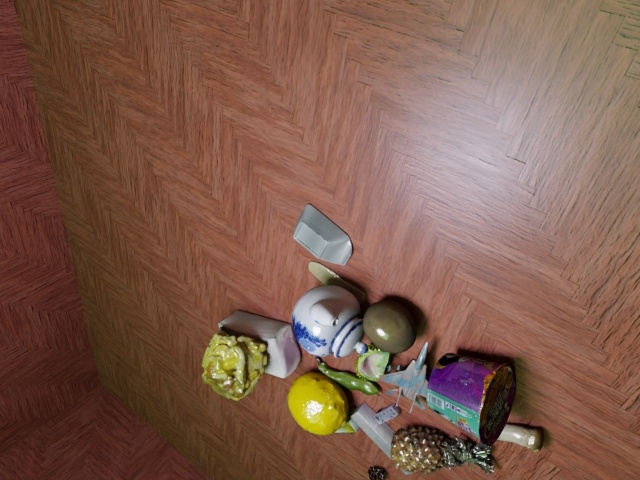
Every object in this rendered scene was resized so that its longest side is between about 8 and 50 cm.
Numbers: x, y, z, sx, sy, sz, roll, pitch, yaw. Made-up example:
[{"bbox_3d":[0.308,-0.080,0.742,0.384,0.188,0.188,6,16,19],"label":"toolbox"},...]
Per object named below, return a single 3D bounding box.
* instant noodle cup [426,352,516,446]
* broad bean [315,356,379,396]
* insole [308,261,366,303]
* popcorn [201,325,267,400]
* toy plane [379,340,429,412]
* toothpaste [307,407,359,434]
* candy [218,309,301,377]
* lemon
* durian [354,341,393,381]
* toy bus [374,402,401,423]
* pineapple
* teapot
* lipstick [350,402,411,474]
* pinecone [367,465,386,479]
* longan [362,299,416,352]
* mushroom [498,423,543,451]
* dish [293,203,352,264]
[{"bbox_3d":[0.455,0.467,1.417,0.190,0.251,0.251,12,123,43],"label":"instant noodle cup"},{"bbox_3d":[0.099,0.546,1.862,0.318,0.056,0.098,25,130,27],"label":"broad bean"},{"bbox_3d":[0.057,0.154,1.684,0.248,0.011,0.081,30,130,20],"label":"insole"},{"bbox_3d":[-0.349,0.490,1.851,0.293,0.237,0.292,19,128,26],"label":"popcorn"},{"bbox_3d":[0.328,0.454,1.589,0.223,0.104,0.326,19,119,14],"label":"toy plane"},{"bbox_3d":[0.048,0.795,2.033,0.313,0.089,0.071,-23,107,43],"label":"toothpaste"},{"bbox_3d":[-0.268,0.445,2.025,0.359,0.145,0.207,6,118,35],"label":"candy"},{"bbox_3d":[-0.012,0.669,1.906,0.288,0.234,0.233,36,134,28],"label":"lemon"},{"bbox_3d":[0.195,0.431,1.681,0.137,0.095,0.220,5,127,7],"label":"durian"},{"bbox_3d":[0.264,0.687,1.831,0.052,0.037,0.130,48,134,7],"label":"toy bus"},{"bbox_3d":[0.438,0.771,1.679,0.362,0.175,0.174,-2,115,22],"label":"pineapple"},{"bbox_3d":[0.050,0.297,1.592,0.280,0.252,0.424,35,169,24],"label":"teapot"},{"bbox_3d":[0.264,0.804,1.881,0.317,0.068,0.066,44,135,7],"label":"lipstick"},{"bbox_3d":[0.247,1.029,2.028,0.083,0.077,0.077,-28,97,39],"label":"pinecone"},{"bbox_3d":[0.231,0.285,1.523,0.189,0.189,0.189,19,126,28],"label":"longan"},{"bbox_3d":[0.616,0.634,1.506,0.209,0.071,0.084,-9,142,44],"label":"mushroom"},{"bbox_3d":[0.000,0.000,1.598,0.234,0.064,0.154,39,133,11],"label":"dish"}]
